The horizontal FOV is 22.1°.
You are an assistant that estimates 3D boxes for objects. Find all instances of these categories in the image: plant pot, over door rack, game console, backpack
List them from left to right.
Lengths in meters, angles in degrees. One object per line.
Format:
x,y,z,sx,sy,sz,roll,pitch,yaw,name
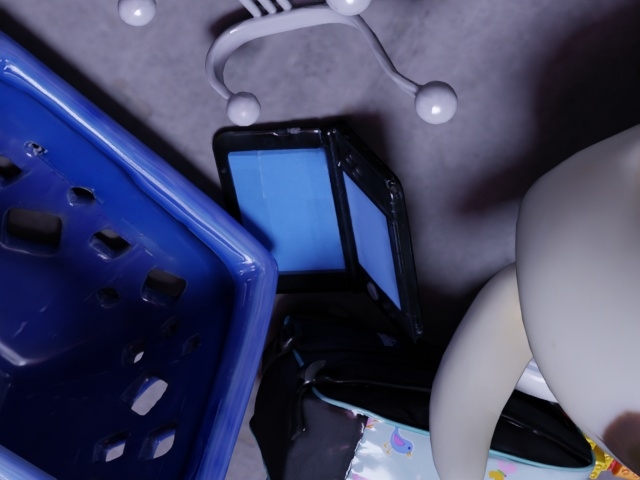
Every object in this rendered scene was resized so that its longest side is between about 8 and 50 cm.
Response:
-0.191,0.067,0.889,0.212,0.236,0.236,-29,123,36,plant pot
0.000,0.000,0.929,0.071,0.107,0.122,-24,131,-15,game console
0.059,0.135,0.966,0.188,0.166,0.144,9,101,-14,backpack
0.046,-0.159,0.718,0.324,0.108,0.239,-19,150,18,over door rack

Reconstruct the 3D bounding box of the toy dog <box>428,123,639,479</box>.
0.251,0.079,0.705,0.395,0.408,0.284,-21,134,2,toy dog

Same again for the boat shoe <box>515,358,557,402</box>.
0.201,0.048,0.962,0.227,0.079,0.081,5,117,-5,boat shoe

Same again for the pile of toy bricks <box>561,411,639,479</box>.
0.239,0.189,1.049,0.212,0.105,0.118,14,129,-9,pile of toy bricks
